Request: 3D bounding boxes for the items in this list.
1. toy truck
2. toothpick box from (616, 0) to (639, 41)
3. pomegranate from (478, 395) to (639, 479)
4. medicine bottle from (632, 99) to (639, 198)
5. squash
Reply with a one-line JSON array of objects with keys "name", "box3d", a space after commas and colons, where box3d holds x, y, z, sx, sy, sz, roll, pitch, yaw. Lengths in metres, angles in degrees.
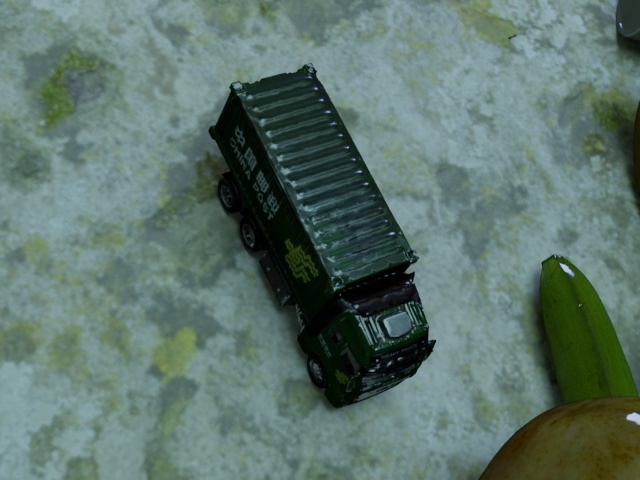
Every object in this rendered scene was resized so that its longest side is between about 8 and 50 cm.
[{"name": "toy truck", "box3d": [0.000, 0.000, 1.084, 0.088, 0.121, 0.259, -19, 73, -28]}, {"name": "toothpick box", "box3d": [0.412, -0.236, 1.374, 0.180, 0.111, 0.111, 15, 60, -13]}, {"name": "pomegranate", "box3d": [0.233, 0.255, 0.987, 0.252, 0.229, 0.271, 19, 66, -18]}, {"name": "medicine bottle", "box3d": [0.452, -0.089, 1.240, 0.231, 0.238, 0.238, -2, 65, -23]}, {"name": "squash", "box3d": [0.232, 0.103, 1.162, 0.066, 0.066, 0.201, -1, 58, -22]}]
